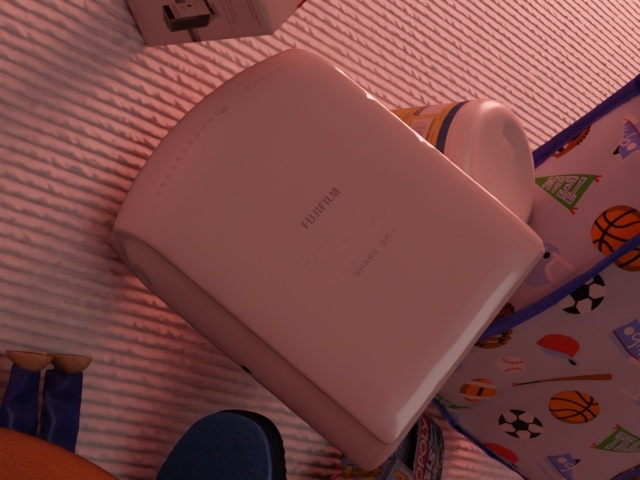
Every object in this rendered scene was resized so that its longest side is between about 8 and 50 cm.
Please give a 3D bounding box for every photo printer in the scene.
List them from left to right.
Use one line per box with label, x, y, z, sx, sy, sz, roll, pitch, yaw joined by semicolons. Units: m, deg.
photo printer;0.000;0.000;1.079;0.307;0.107;0.256;41;66;3

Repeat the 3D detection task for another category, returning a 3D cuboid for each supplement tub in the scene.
supplement tub;0.090;-0.058;1.254;0.144;0.200;0.144;4;85;-54

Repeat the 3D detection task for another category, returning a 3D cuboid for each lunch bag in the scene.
lunch bag;0.284;0.073;1.346;0.328;0.385;0.239;41;18;-34

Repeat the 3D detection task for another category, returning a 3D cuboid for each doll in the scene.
doll;-0.216;0.177;0.952;0.129;0.046;0.189;9;84;-48

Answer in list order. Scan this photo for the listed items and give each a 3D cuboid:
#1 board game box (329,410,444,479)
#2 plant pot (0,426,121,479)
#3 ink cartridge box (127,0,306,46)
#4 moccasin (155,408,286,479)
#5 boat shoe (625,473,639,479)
board game box;0.073;0.239;1.295;0.194;0.060;0.194;50;46;-54
plant pot;-0.179;0.223;0.775;0.237;0.254;0.237;7;78;-36
ink cartridge box;-0.080;-0.213;1.087;0.099;0.135;0.056;-51;130;-42
moccasin;-0.090;0.304;1.070;0.117;0.138;0.342;5;99;-62
boat shoe;0.439;0.296;1.784;0.306;0.113;0.104;1;102;-45
